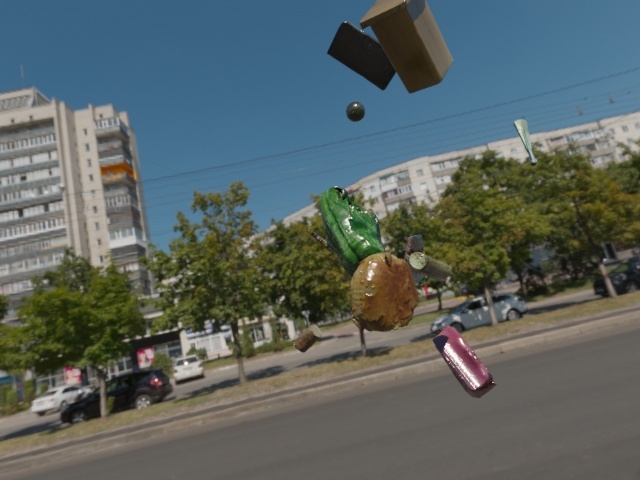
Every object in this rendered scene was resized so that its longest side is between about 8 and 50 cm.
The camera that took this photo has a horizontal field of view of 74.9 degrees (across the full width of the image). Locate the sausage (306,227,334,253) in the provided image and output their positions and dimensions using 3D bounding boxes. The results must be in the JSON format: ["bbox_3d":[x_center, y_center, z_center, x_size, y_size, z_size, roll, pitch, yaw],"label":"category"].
[{"bbox_3d":[0.000,0.000,2.180,0.028,0.198,0.025,-48,-1,-1],"label":"sausage"}]

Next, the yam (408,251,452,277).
[{"bbox_3d":[0.413,0.100,1.566,0.083,0.083,0.371,-20,-19,27],"label":"yam"}]

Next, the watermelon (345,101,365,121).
[{"bbox_3d":[0.183,-0.680,2.214,0.105,0.105,0.133,-19,16,23],"label":"watermelon"}]

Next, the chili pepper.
[{"bbox_3d":[0.107,-0.021,1.453,0.167,0.385,0.213,-42,-46,22],"label":"chili pepper"}]

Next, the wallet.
[{"bbox_3d":[0.197,-0.825,1.872,0.172,0.317,0.045,-55,4,40],"label":"wallet"}]

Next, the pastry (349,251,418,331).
[{"bbox_3d":[0.166,0.147,1.103,0.100,0.219,0.229,-11,29,46],"label":"pastry"}]

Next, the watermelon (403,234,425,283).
[{"bbox_3d":[0.448,0.071,1.936,0.154,0.242,0.094,-32,37,-33],"label":"watermelon"}]

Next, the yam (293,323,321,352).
[{"bbox_3d":[-0.056,0.450,1.917,0.127,0.084,0.084,-44,-23,21],"label":"yam"}]

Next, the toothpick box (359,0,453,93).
[{"bbox_3d":[0.315,-0.695,1.451,0.190,0.188,0.308,-3,-42,46],"label":"toothpick box"}]

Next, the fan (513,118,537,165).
[{"bbox_3d":[0.601,-0.289,1.217,0.038,0.193,0.016,-7,-38,14],"label":"fan"}]

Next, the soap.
[{"bbox_3d":[0.617,0.521,1.833,0.127,0.325,0.220,-33,-40,2],"label":"soap"}]
